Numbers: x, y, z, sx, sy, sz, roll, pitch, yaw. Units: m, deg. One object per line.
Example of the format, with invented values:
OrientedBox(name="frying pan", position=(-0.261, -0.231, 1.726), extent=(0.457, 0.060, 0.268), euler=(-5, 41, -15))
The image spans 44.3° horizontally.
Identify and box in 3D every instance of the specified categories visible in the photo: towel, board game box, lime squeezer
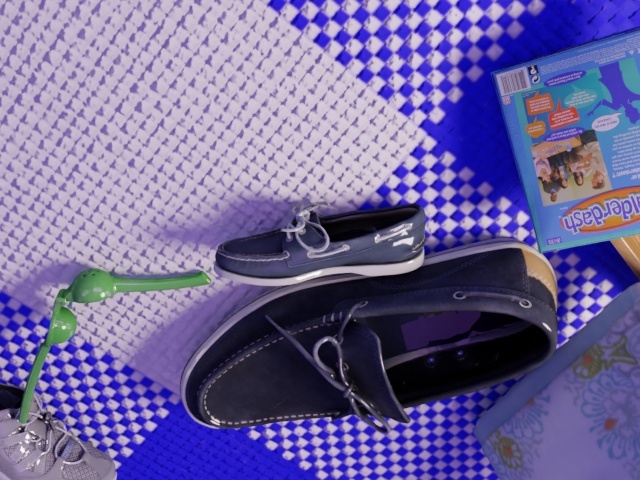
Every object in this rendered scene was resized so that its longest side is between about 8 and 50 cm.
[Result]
OrientedBox(name="towel", position=(0.369, 0.268, 0.923), extent=(0.090, 0.320, 0.374), euler=(0, 140, -36))
OrientedBox(name="board game box", position=(0.289, -0.103, 0.841), extent=(0.160, 0.047, 0.210), euler=(-12, 101, 27))
OrientedBox(name="lime squeezer", position=(-0.295, 0.102, 0.991), extent=(0.310, 0.059, 0.110), euler=(-38, 127, 4))

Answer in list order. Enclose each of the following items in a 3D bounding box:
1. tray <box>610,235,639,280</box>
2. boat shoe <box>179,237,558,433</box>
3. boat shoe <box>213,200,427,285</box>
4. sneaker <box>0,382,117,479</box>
OrientedBox(name="tray", position=(0.511, 0.035, 0.941), extent=(0.203, 0.076, 0.411), euler=(-31, 116, 29))
OrientedBox(name="boat shoe", position=(0.053, 0.140, 0.964), extent=(0.500, 0.156, 0.187), euler=(-17, 122, 10))
OrientedBox(name="boat shoe", position=(0.000, 0.000, 0.922), extent=(0.254, 0.095, 0.079), euler=(-3, 120, -1))
OrientedBox(name="sneaker", position=(-0.397, 0.261, 1.052), extent=(0.281, 0.105, 0.115), euler=(30, 112, -16))
